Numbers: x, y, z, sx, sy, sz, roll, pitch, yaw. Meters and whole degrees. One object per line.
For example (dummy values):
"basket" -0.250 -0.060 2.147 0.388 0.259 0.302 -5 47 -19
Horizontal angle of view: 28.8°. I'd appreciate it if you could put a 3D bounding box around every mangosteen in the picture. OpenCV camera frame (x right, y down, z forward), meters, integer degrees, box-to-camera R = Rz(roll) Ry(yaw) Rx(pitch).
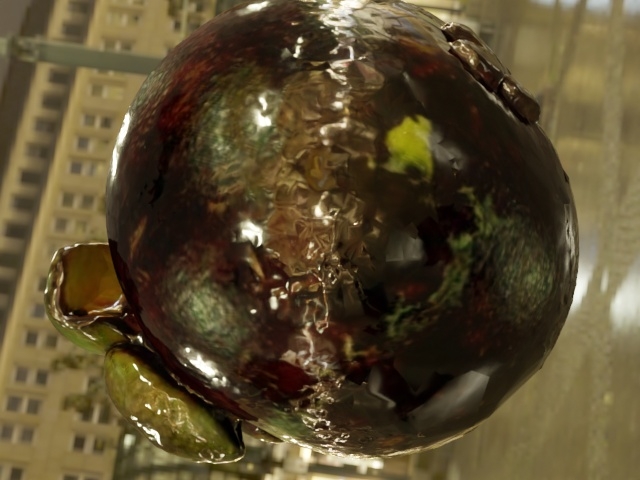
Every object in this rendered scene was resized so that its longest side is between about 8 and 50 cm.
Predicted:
"mangosteen" 0.000 0.000 0.700 0.288 0.288 0.288 8 -90 -87
